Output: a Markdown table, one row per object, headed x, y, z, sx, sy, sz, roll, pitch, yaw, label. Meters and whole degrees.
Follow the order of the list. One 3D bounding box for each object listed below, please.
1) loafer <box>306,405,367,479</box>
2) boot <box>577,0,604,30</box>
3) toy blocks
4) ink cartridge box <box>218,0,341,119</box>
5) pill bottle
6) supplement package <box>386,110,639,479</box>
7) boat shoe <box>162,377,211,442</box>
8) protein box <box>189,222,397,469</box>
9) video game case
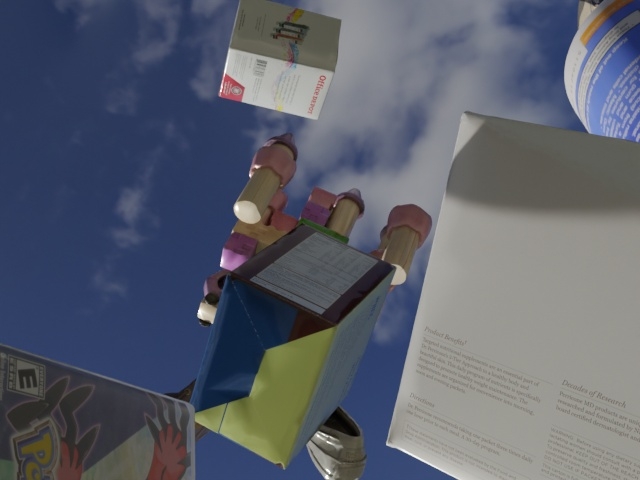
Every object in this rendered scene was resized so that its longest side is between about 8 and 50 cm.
| x | y | z | sx | sy | sz | roll | pitch | yaw | label |
| --- | --- | --- | --- | --- | --- | --- | --- | --- | --- |
| -0.011 | 0.304 | 1.668 | 0.112 | 0.319 | 0.111 | -4 | -61 | -34 | loafer |
| 0.486 | -0.316 | 1.242 | 0.138 | 0.284 | 0.377 | -44 | -26 | -7 | boot |
| 0.000 | 0.000 | 1.438 | 0.260 | 0.289 | 0.309 | -66 | -1 | -46 | toy blocks |
| -0.066 | -0.303 | 1.526 | 0.176 | 0.128 | 0.127 | 13 | -124 | -8 | ink cartridge box |
| 0.297 | -0.080 | 0.692 | 0.152 | 0.272 | 0.152 | -4 | -51 | -5 | pill bottle |
| 0.174 | 0.049 | 0.519 | 0.149 | 0.194 | 0.203 | 4 | -79 | -48 | supplement package |
| -0.247 | 0.304 | 1.582 | 0.285 | 0.092 | 0.103 | -33 | -25 | -27 | boat shoe |
| -0.031 | 0.116 | 1.082 | 0.201 | 0.136 | 0.199 | -36 | -32 | -61 | protein box |
| -0.125 | 0.170 | 0.490 | 0.183 | 0.023 | 0.201 | 35 | -136 | -55 | video game case |
